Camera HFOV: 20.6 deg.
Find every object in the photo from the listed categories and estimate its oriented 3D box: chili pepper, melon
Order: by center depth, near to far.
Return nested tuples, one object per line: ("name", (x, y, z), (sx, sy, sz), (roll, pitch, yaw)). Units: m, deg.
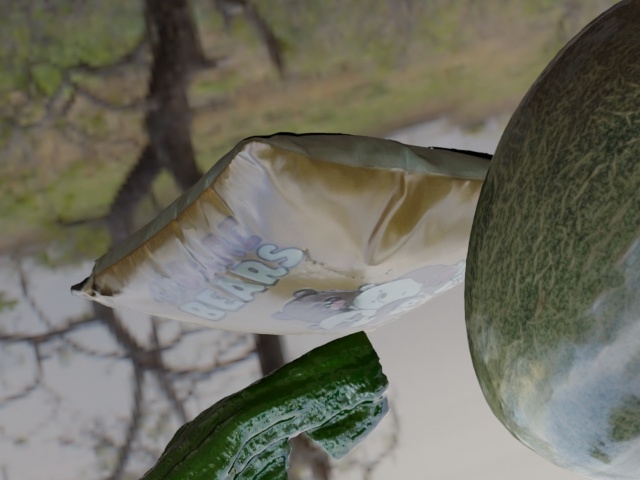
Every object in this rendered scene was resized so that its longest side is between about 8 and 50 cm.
("melon", (0.218, -0.004, 1.071), (0.248, 0.248, 0.329), (3, 117, -55))
("chili pepper", (-0.056, 0.165, 1.427), (0.253, 0.083, 0.099), (-34, 129, -5))

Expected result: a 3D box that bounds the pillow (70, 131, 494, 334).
("pillow", (0.000, 0.000, 1.430), (0.312, 0.119, 0.310), (7, 157, -30))
